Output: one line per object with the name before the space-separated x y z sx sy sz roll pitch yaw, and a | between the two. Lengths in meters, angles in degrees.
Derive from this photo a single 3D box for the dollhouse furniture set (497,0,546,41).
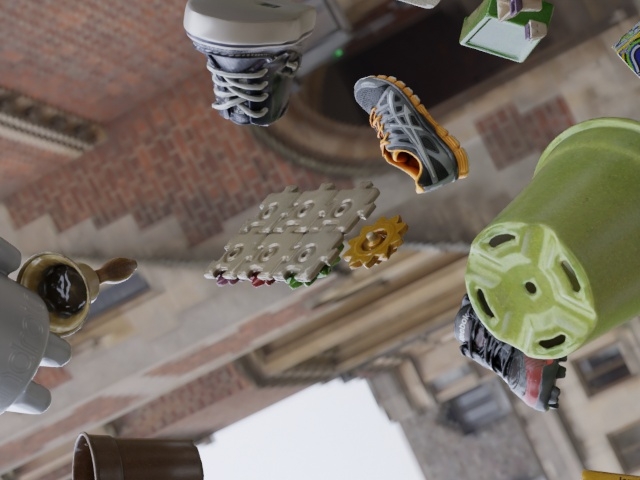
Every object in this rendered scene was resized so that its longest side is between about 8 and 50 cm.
dollhouse furniture set | 0.208 -0.268 1.587 0.114 0.081 0.091 145 123 -77

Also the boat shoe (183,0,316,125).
boat shoe | -0.087 -0.209 1.633 0.340 0.127 0.158 -36 -40 -71

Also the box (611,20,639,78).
box | 0.450 -0.279 1.689 0.054 0.169 0.059 44 -165 -8

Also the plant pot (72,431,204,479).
plant pot | -0.264 0.356 1.953 0.167 0.165 0.167 180 90 -67

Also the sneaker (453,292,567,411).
sneaker | 0.253 0.144 1.840 0.276 0.135 0.097 -100 19 -64

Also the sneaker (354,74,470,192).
sneaker | 0.112 -0.150 1.873 0.215 0.083 0.084 46 160 28

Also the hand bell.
hand bell | -0.340 0.058 2.033 0.126 0.126 0.242 63 -156 1

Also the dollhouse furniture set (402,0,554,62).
dollhouse furniture set | 0.176 -0.393 1.825 0.151 0.301 0.197 134 153 -82

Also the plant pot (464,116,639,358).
plant pot | 0.320 0.016 1.669 0.254 0.276 0.276 -31 -85 -43

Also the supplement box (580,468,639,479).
supplement box | 0.401 0.421 1.779 0.194 0.129 0.191 67 -150 -66

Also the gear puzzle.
gear puzzle | 0.000 0.000 1.690 0.175 0.339 0.044 -51 -62 -25

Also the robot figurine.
robot figurine | -0.501 0.111 1.768 0.353 0.200 0.300 35 -118 -36
